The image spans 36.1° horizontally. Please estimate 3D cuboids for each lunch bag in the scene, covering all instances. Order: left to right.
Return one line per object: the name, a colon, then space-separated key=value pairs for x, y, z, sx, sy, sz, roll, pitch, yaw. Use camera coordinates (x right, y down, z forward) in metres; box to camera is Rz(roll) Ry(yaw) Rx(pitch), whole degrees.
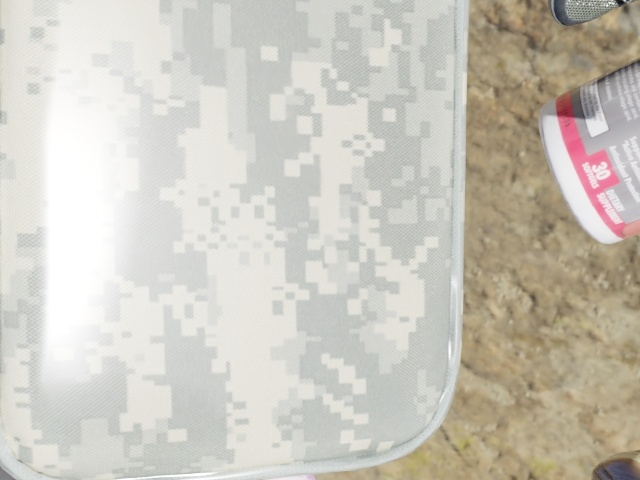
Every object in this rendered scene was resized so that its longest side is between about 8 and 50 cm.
lunch bag: x=-0.069 y=-0.055 z=0.489 sx=0.213 sy=0.304 sz=0.256 roll=-2 pitch=-177 yaw=-22

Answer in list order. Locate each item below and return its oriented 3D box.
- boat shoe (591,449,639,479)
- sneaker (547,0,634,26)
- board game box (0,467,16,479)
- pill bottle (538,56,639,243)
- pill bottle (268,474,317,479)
boat shoe: x=0.410 y=0.302 z=1.168 sx=0.123 sy=0.123 sz=0.342 roll=49 pitch=172 yaw=33
sneaker: x=0.369 y=-0.305 z=1.093 sx=0.228 sy=0.130 sz=0.087 roll=-27 pitch=120 yaw=4
board game box: x=-0.432 y=0.140 z=0.837 sx=0.390 sy=0.050 sz=0.390 roll=58 pitch=-168 yaw=16
pill bottle: x=0.406 y=-0.130 z=1.017 sx=0.319 sy=0.176 sz=0.176 roll=-25 pitch=123 yaw=29
pill bottle: x=-0.118 y=0.212 z=1.117 sx=0.169 sy=0.169 sz=0.301 roll=90 pitch=159 yaw=-50
